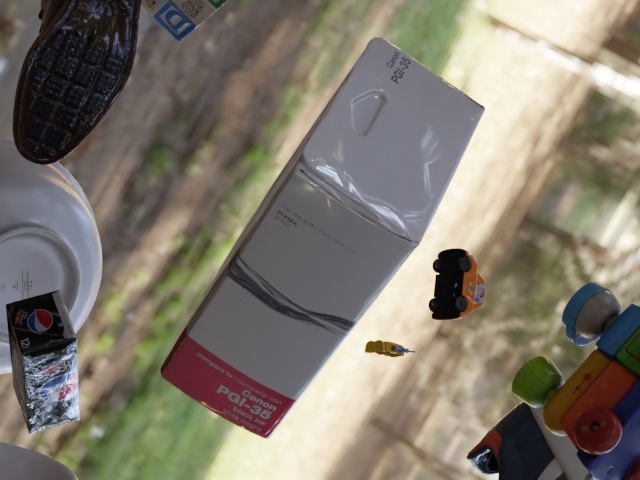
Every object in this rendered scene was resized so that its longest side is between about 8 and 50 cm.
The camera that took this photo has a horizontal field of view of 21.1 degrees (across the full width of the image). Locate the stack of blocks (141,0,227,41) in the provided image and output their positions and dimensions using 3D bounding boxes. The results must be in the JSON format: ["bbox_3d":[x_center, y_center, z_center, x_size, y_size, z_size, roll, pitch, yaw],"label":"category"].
[{"bbox_3d":[-0.202,-0.386,1.929,0.171,0.297,0.087,-31,-161,49],"label":"stack of blocks"}]

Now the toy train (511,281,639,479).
[{"bbox_3d":[0.223,0.160,1.533,0.248,0.143,0.105,-48,140,-3],"label":"toy train"}]

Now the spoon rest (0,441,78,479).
[{"bbox_3d":[-0.298,0.164,1.196,0.137,0.276,0.084,-31,122,-61],"label":"spoon rest"}]

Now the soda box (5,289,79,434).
[{"bbox_3d":[-0.261,0.118,1.623,0.053,0.060,0.169,-16,151,-16],"label":"soda box"}]

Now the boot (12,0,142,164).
[{"bbox_3d":[-0.189,-0.168,1.371,0.219,0.082,0.106,-66,-163,6],"label":"boot"}]

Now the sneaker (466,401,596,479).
[{"bbox_3d":[0.254,0.316,1.786,0.148,0.131,0.350,-35,-141,11],"label":"sneaker"}]

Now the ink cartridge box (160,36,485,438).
[{"bbox_3d":[0.000,0.000,1.433,0.283,0.117,0.207,-54,-176,42],"label":"ink cartridge box"}]

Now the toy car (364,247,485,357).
[{"bbox_3d":[0.087,0.051,1.365,0.122,0.040,0.060,-30,-124,44],"label":"toy car"}]

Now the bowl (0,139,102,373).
[{"bbox_3d":[-0.372,0.037,2.020,0.134,0.298,0.298,24,-97,55],"label":"bowl"}]
